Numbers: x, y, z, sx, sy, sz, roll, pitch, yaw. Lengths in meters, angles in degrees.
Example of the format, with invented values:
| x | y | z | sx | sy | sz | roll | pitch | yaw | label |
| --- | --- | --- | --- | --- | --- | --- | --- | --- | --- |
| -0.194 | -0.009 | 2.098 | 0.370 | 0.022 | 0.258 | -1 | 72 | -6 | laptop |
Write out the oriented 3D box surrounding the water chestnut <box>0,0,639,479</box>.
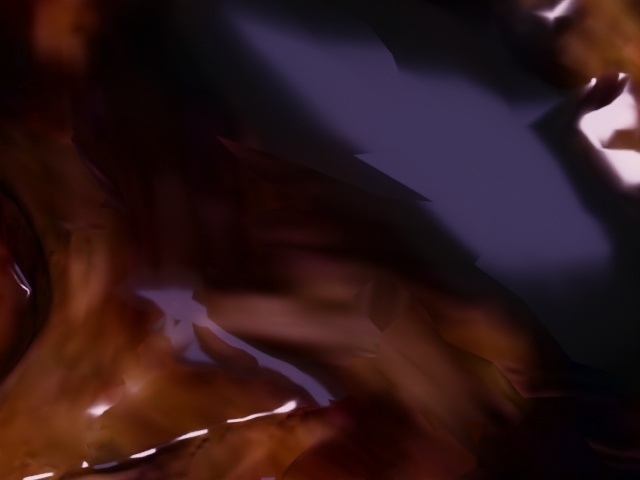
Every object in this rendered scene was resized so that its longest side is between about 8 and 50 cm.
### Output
| x | y | z | sx | sy | sz | roll | pitch | yaw | label |
| --- | --- | --- | --- | --- | --- | --- | --- | --- | --- |
| 0.000 | 0.000 | 0.496 | 0.350 | 0.302 | 0.351 | 17 | 126 | 25 | water chestnut |
